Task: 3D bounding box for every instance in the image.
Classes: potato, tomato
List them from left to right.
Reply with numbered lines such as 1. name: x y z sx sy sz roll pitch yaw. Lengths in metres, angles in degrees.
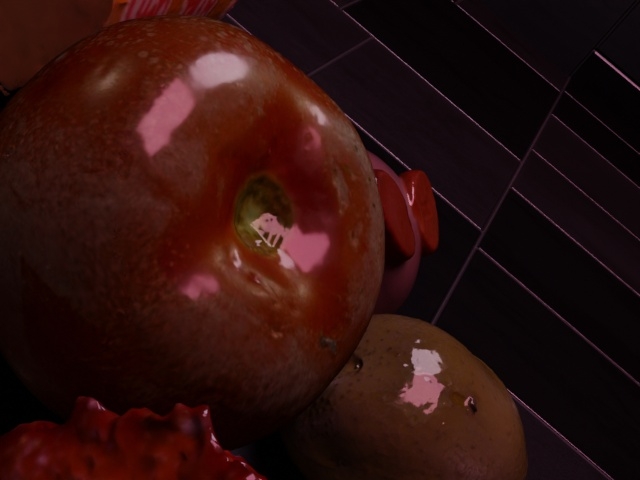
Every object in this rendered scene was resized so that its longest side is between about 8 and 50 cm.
1. tomato: -0.098 0.001 0.681 0.270 0.222 0.270 9 77 -43
2. potato: 0.071 0.143 0.792 0.194 0.157 0.157 43 24 -24

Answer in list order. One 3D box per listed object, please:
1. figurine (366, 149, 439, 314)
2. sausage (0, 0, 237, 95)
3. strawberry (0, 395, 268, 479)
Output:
1. figurine: 0.000 0.000 0.872 0.173 0.173 0.173 30 29 -18
2. sausage: -0.208 -0.276 0.961 0.233 0.233 0.287 41 27 2
3. strawberry: -0.064 0.186 0.496 0.234 0.234 0.178 52 9 23
